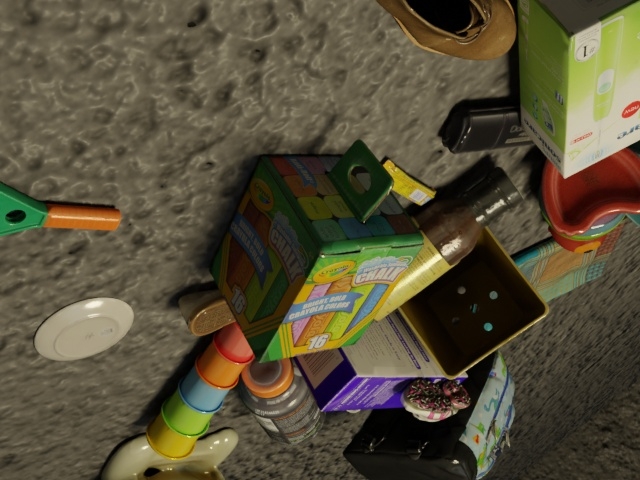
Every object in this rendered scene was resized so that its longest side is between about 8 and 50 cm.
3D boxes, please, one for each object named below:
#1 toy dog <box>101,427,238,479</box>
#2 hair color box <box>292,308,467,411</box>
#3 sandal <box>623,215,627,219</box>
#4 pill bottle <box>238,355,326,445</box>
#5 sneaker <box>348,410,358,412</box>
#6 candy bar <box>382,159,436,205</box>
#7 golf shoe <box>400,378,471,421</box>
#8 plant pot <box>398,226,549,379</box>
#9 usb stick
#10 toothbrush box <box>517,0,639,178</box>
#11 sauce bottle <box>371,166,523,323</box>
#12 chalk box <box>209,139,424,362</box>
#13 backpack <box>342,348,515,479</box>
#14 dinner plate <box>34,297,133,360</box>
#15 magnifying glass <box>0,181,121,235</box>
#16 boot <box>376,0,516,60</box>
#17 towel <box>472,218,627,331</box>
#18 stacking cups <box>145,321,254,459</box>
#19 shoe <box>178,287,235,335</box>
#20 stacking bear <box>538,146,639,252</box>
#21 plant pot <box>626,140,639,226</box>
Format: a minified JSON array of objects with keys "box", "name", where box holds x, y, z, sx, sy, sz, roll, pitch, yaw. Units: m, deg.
[{"box":[-0.264,0.611,1.453,0.395,0.407,0.285,-43,146,17],"name":"toy dog"},{"box":[0.098,0.201,1.411,0.339,0.185,0.110,10,130,-46],"name":"hair color box"},{"box":[0.554,-0.055,1.593,0.179,0.040,0.067,-15,141,0],"name":"sandal"},{"box":[-0.072,0.276,1.419,0.131,0.130,0.245,-28,148,-6],"name":"pill bottle"},{"box":[0.046,0.305,1.573,0.090,0.115,0.232,-30,148,-3],"name":"sneaker"},{"box":[0.131,-0.085,1.202,0.040,0.018,0.161,-40,148,19],"name":"candy bar"},{"box":[0.190,0.292,1.372,0.086,0.067,0.186,-44,146,22],"name":"golf shoe"},{"box":[0.273,0.114,1.441,0.212,0.212,0.187,-36,161,7],"name":"plant pot"},{"box":[0.305,-0.178,1.199,0.278,0.045,0.077,-10,135,-31],"name":"usb stick"},{"box":[0.378,-0.244,1.021,0.206,0.122,0.283,-27,147,-2],"name":"toothbrush box"},{"box":[0.173,0.011,1.281,0.344,0.111,0.111,-36,148,9],"name":"sauce bottle"},{"box":[0.000,0.000,1.058,0.179,0.180,0.289,-6,139,-36],"name":"chalk box"},{"box":[0.262,0.355,1.635,0.290,0.355,0.273,-13,131,42],"name":"backpack"},{"box":[-0.332,0.132,1.109,0.141,0.017,0.141,-23,148,-16],"name":"dinner plate"},{"box":[-0.335,-0.031,0.878,0.231,0.026,0.092,5,133,-41],"name":"magnifying glass"},{"box":[0.153,-0.255,0.899,0.305,0.115,0.112,10,126,-50],"name":"boot"},{"box":[0.496,0.075,1.715,0.370,0.040,0.271,-24,148,-12],"name":"towel"},{"box":[-0.192,0.240,1.307,0.096,0.096,0.316,1,134,-42],"name":"stacking cups"},{"box":[-0.115,0.088,1.204,0.219,0.058,0.076,-11,123,-36],"name":"shoe"},{"box":[0.467,-0.062,1.393,0.176,0.164,0.289,-20,160,6],"name":"stacking bear"},{"box":[0.675,-0.150,1.368,0.255,0.272,0.271,-45,148,-5],"name":"plant pot"}]
